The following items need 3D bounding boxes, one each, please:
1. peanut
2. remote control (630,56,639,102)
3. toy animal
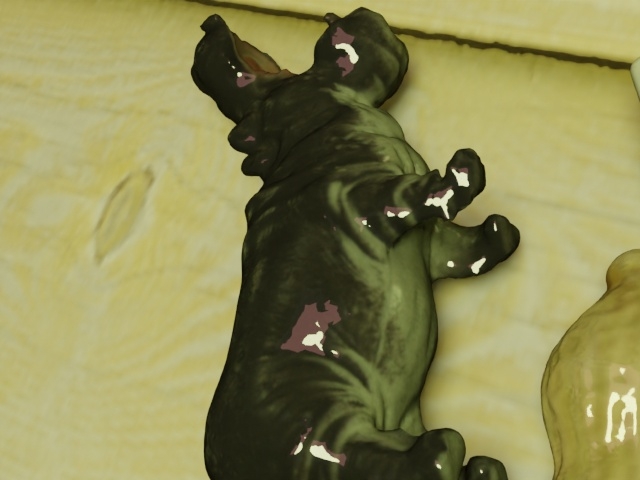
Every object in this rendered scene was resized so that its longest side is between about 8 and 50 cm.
[{"bbox_3d":[0.139,0.089,0.407,0.082,0.082,0.187,2,65,22],"label":"peanut"},{"bbox_3d":[0.204,-0.006,0.426,0.029,0.088,0.190,-41,45,47],"label":"remote control"},{"bbox_3d":[0.014,-0.010,0.490,0.168,0.106,0.343,-20,53,19],"label":"toy animal"}]
